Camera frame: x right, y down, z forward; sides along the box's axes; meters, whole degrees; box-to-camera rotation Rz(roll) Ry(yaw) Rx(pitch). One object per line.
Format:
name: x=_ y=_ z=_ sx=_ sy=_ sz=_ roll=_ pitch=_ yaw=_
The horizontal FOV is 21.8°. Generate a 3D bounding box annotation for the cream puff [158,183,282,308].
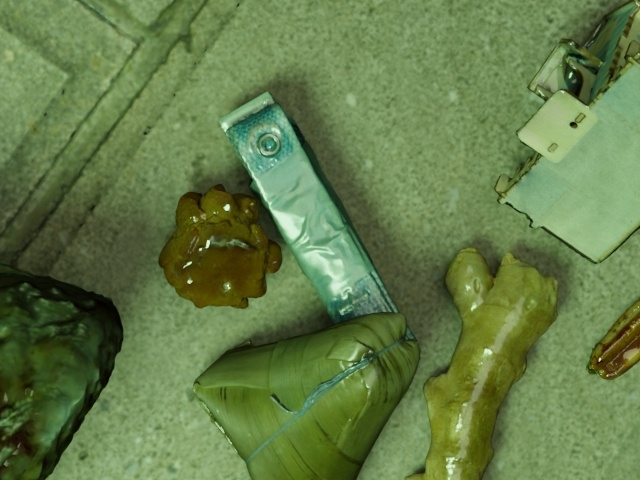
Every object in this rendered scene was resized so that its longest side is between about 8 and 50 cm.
cream puff: x=-0.099 y=0.006 z=1.590 sx=0.116 sy=0.094 sz=0.122 roll=-18 pitch=128 yaw=-7

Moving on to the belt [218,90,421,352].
belt: x=0.000 y=0.000 z=1.612 sx=0.072 sy=0.087 sz=0.302 roll=-29 pitch=92 yaw=3

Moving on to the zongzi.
zongzi: x=0.020 y=0.202 z=1.547 sx=0.115 sy=0.228 sz=0.256 roll=-26 pitch=96 yaw=-49

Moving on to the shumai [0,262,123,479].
shumai: x=-0.387 y=0.136 z=1.403 sx=0.348 sy=0.395 sz=0.395 roll=39 pitch=82 yaw=-8

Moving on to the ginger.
ginger: x=0.157 y=0.157 z=1.639 sx=0.118 sy=0.065 sz=0.299 roll=12 pitch=84 yaw=4

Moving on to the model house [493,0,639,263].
model house: x=0.300 y=-0.137 z=1.622 sx=0.178 sy=0.271 sz=0.206 roll=33 pitch=47 yaw=-3

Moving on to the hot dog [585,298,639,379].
hot dog: x=0.316 y=0.094 z=1.687 sx=0.122 sy=0.037 sz=0.049 roll=-41 pitch=106 yaw=-4
